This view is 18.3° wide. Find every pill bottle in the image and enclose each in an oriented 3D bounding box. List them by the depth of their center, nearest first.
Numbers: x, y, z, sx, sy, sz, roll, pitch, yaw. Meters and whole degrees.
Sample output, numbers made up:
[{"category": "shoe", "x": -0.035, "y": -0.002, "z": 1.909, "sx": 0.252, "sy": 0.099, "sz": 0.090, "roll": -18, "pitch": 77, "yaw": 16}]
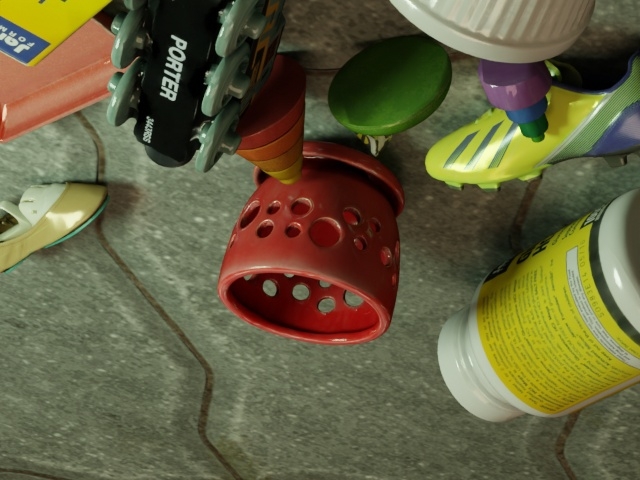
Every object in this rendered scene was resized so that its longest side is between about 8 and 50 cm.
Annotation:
[{"category": "pill bottle", "x": 0.285, "y": 0.083, "z": 2.187, "sx": 0.188, "sy": 0.188, "sz": 0.334, "roll": 28, "pitch": 143, "yaw": -25}]

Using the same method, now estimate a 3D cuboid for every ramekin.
[{"category": "ramekin", "x": 0.154, "y": -0.261, "z": 1.686, "sx": 0.207, "sy": 0.207, "sz": 0.109, "roll": 17, "pitch": 138, "yaw": -10}]

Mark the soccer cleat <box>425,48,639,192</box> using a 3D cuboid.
[{"category": "soccer cleat", "x": 0.225, "y": -0.125, "z": 2.001, "sx": 0.289, "sy": 0.093, "sz": 0.121, "roll": -11, "pitch": 112, "yaw": 37}]

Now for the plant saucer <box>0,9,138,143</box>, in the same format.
[{"category": "plant saucer", "x": -0.336, "y": -0.218, "z": 2.029, "sx": 0.259, "sy": 0.048, "sz": 0.258, "roll": -19, "pitch": 138, "yaw": 38}]

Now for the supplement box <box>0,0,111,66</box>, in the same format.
[{"category": "supplement box", "x": -0.215, "y": -0.334, "z": 1.677, "sx": 0.195, "sy": 0.194, "sz": 0.356, "roll": 29, "pitch": 143, "yaw": -26}]

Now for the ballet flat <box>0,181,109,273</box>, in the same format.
[{"category": "ballet flat", "x": -0.336, "y": -0.023, "z": 2.307, "sx": 0.073, "sy": 0.080, "sz": 0.232, "roll": 43, "pitch": 136, "yaw": -18}]

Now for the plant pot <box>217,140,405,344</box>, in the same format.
[{"category": "plant pot", "x": 0.000, "y": 0.000, "z": 2.139, "sx": 0.191, "sy": 0.174, "sz": 0.191, "roll": 12, "pitch": 154, "yaw": 6}]

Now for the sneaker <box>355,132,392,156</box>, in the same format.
[{"category": "sneaker", "x": 0.051, "y": -0.118, "z": 2.095, "sx": 0.035, "sy": 0.031, "sz": 0.083, "roll": 33, "pitch": 166, "yaw": 24}]

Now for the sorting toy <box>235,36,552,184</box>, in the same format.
[{"category": "sorting toy", "x": 0.063, "y": -0.115, "z": 1.984, "sx": 0.365, "sy": 0.127, "sz": 0.126, "roll": -5, "pitch": 136, "yaw": 23}]

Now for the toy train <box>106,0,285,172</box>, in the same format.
[{"category": "toy train", "x": -0.102, "y": -0.208, "z": 1.847, "sx": 0.142, "sy": 0.190, "sz": 0.334, "roll": 27, "pitch": 145, "yaw": 7}]
